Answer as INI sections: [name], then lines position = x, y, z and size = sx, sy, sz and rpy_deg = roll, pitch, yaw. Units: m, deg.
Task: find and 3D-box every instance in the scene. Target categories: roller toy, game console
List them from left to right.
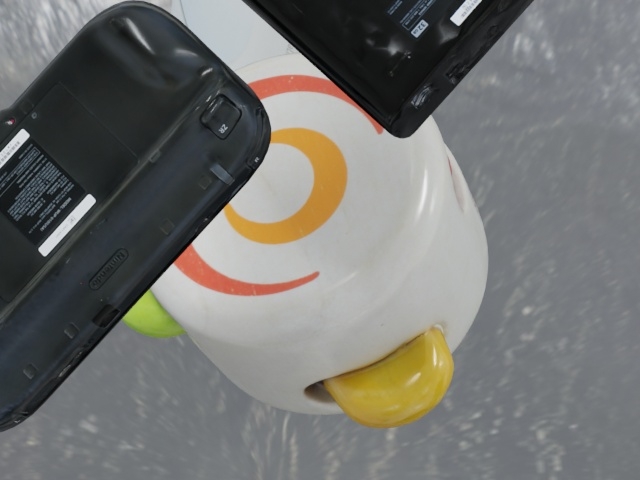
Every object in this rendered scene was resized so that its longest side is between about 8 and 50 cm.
[game console]
position = -0.072, -0.080, 0.798
size = 0.361, 0.044, 0.213
rpy_deg = -47, 71, 4
[roller toy]
position = 0.000, 0.000, 1.057
size = 0.209, 0.146, 0.191
rpy_deg = 15, 69, 27

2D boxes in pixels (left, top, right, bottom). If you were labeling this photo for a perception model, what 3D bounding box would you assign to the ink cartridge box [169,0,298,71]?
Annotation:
[ink cartridge box]
position = -0.042, -0.115, 1.561
size = 0.091, 0.308, 0.385
rpy_deg = -6, 55, -19
